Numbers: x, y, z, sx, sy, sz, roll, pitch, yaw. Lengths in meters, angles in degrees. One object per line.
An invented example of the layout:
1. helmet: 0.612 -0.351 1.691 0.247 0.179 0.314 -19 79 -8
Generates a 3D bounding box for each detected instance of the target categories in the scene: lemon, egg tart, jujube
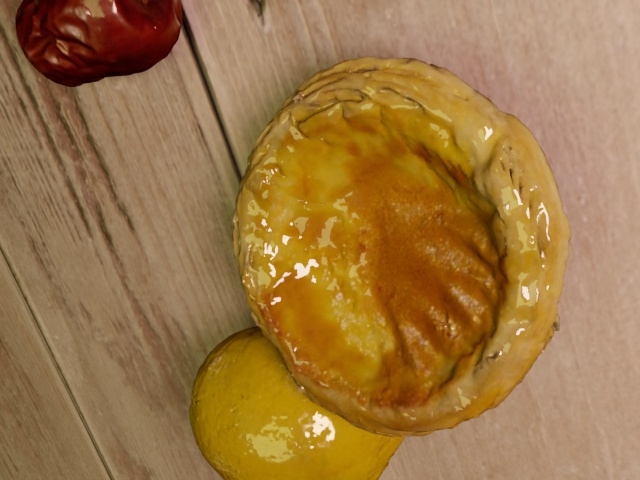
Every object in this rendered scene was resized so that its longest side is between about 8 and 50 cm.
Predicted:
1. lemon: -0.039 0.226 0.878 0.263 0.236 0.236 16 123 46
2. egg tart: 0.076 0.004 0.706 0.388 0.169 0.388 9 105 38
3. jujube: -0.270 -0.265 0.811 0.230 0.155 0.155 -11 108 36
